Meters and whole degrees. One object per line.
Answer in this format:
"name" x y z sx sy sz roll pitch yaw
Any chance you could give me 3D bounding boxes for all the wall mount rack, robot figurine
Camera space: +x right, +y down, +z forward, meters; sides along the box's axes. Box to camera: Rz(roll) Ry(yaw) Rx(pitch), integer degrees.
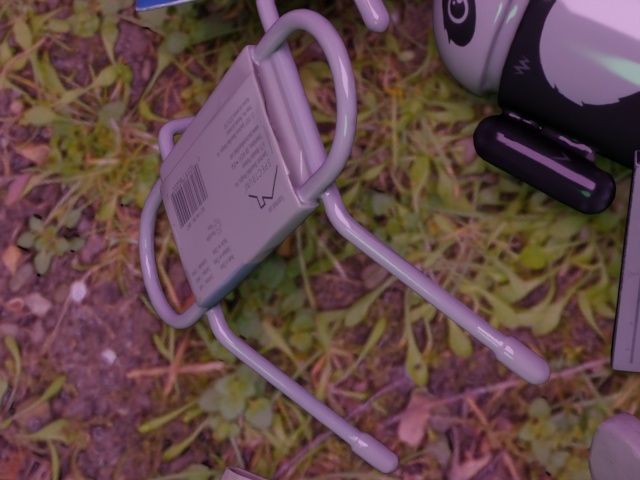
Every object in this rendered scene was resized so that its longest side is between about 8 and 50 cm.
"wall mount rack" 0.000 0.000 1.020 0.131 0.350 0.304 -9 71 -30
"robot figurine" 0.216 -0.146 1.053 0.278 0.173 0.209 27 50 12

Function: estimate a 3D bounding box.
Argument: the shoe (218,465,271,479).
"shoe" 0.023 0.210 1.051 0.219 0.076 0.058 11 84 12

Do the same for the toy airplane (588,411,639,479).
"toy airplane" 0.177 0.260 0.887 0.384 0.386 0.272 -59 38 2

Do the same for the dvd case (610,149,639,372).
"dvd case" 0.327 0.025 1.015 0.239 0.179 0.029 5 36 9

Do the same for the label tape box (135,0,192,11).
"label tape box" 0.021 -0.309 1.078 0.348 0.115 0.249 -13 36 9
